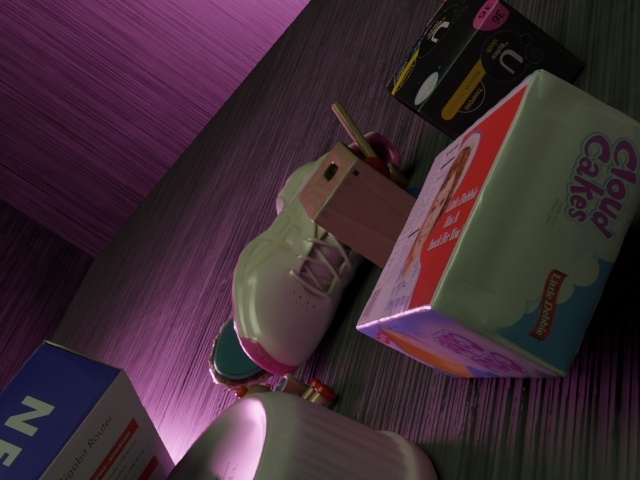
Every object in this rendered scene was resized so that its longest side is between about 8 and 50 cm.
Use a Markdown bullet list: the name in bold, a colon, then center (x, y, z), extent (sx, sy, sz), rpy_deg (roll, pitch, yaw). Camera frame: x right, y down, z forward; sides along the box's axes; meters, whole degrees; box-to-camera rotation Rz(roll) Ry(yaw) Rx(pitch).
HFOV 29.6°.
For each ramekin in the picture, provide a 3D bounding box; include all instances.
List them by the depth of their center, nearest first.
- **ramekin**: center (-0.047, 0.230, 0.856), extent (0.273, 0.127, 0.273), rpy_deg (-51, 15, 19)

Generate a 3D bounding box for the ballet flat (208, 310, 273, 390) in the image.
- **ballet flat**: center (-0.055, 0.089, 1.332), extent (0.077, 0.091, 0.241), rpy_deg (95, -165, -45)

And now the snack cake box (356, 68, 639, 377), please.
- **snack cake box**: center (0.111, 0.004, 0.793), extent (0.152, 0.089, 0.264), rpy_deg (-63, 3, -9)

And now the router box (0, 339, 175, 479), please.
- **router box**: center (-0.223, 0.297, 0.912), extent (0.082, 0.301, 0.335), rpy_deg (15, 52, 29)

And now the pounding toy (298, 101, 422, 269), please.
- **pounding toy**: center (0.047, -0.049, 1.157), extent (0.100, 0.130, 0.141), rpy_deg (-54, 14, 6)

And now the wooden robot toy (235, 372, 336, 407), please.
- **wooden robot toy**: center (-0.041, 0.148, 1.114), extent (0.076, 0.079, 0.173), rpy_deg (-57, 15, -5)

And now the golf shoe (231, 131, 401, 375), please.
- **golf shoe**: center (0.000, 0.000, 1.251), extent (0.140, 0.115, 0.306), rpy_deg (-38, 24, 42)

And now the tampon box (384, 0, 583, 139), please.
- **tampon box**: center (0.145, -0.151, 1.120), extent (0.120, 0.101, 0.161), rpy_deg (-55, 15, 6)
